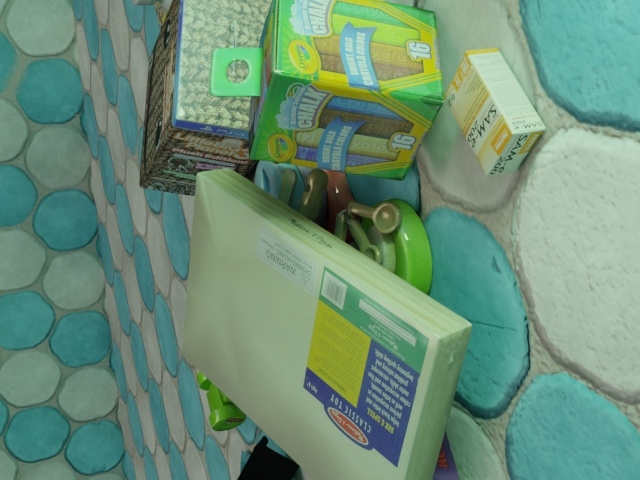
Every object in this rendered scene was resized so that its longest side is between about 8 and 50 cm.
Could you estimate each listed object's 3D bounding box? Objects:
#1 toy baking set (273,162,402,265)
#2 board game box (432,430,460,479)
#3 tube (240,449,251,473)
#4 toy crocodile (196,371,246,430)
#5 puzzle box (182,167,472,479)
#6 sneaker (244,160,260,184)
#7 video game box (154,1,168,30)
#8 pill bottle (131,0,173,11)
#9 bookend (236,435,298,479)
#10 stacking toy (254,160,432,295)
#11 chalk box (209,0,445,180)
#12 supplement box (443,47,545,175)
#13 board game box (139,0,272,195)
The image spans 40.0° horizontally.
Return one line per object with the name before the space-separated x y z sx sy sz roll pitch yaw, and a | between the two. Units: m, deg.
toy baking set | -0.003 -0.046 1.028 0.256 0.030 0.196 -20 73 42
board game box | 0.114 0.343 1.008 0.208 0.056 0.346 122 141 -52
tube | -0.137 0.522 1.730 0.080 0.052 0.207 -11 84 63
toy crocodile | -0.146 0.246 1.586 0.115 0.105 0.340 67 149 30
puzzle box | -0.020 0.117 1.003 0.409 0.052 0.272 34 125 39
sneaker | -0.086 -0.104 1.364 0.064 0.061 0.158 -59 27 11
video game box | -0.257 -0.420 1.628 0.205 0.048 0.187 144 112 -65
pill bottle | -0.194 -0.397 1.315 0.108 0.180 0.107 170 90 -68
bookend | -0.073 0.442 1.481 0.157 0.156 0.072 -61 1 -32
stacking toy | 0.000 0.000 1.081 0.279 0.131 0.308 127 129 -61
chalk box | -0.001 -0.160 0.875 0.132 0.213 0.132 115 158 -54
supplement box | 0.154 -0.116 0.790 0.062 0.036 0.098 112 141 -53
board game box | -0.167 -0.219 1.299 0.291 0.141 0.232 143 131 -64
